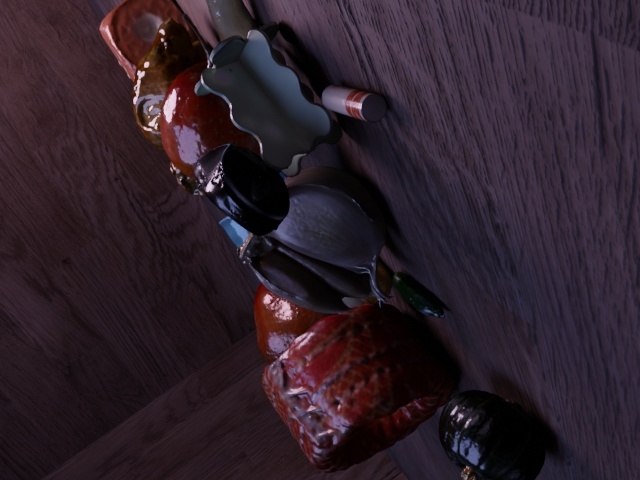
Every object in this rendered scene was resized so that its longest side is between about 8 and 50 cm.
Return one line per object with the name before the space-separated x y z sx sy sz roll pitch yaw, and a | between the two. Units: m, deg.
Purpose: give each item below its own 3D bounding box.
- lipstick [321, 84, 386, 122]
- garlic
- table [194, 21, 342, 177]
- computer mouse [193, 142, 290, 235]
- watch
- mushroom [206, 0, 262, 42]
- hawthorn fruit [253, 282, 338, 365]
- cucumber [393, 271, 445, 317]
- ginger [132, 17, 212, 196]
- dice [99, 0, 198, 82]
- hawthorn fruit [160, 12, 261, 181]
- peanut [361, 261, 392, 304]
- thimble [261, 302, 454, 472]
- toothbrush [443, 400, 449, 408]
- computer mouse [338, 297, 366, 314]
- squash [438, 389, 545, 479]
lipstick | 0.044 -0.188 1.054 0.038 0.038 0.131 61 167 -26
garlic | 0.000 0.000 1.329 0.292 0.237 0.210 14 172 6
table | -0.071 -0.206 1.186 0.198 0.166 0.166 52 168 8
computer mouse | -0.115 -0.086 1.178 0.137 0.096 0.233 33 -175 -23
watch | -0.123 -0.063 1.712 0.211 0.193 0.211 52 170 13
mushroom | -0.146 -0.387 1.221 0.084 0.071 0.209 40 158 36
hawthorn fruit | -0.037 0.198 1.933 0.311 0.295 0.295 52 169 39
cucumber | 0.172 0.102 1.357 0.155 0.037 0.037 43 163 50
ginger | -0.262 -0.283 1.623 0.153 0.274 0.357 -1 134 35
dice | -0.386 -0.448 1.755 0.175 0.174 0.179 55 168 -3
hawthorn fruit | -0.174 -0.216 1.406 0.235 0.231 0.263 18 165 -7
peanut | 0.062 0.042 1.520 0.206 0.087 0.087 49 167 26
thimble | 0.074 0.294 1.546 0.230 0.350 0.350 54 169 27
toothbrush | 0.272 0.354 1.695 0.294 0.026 0.028 43 179 45
computer mouse | 0.120 0.197 1.773 0.229 0.068 0.113 47 -171 -13
squash | 0.280 0.331 1.282 0.193 0.156 0.193 41 -170 -9
